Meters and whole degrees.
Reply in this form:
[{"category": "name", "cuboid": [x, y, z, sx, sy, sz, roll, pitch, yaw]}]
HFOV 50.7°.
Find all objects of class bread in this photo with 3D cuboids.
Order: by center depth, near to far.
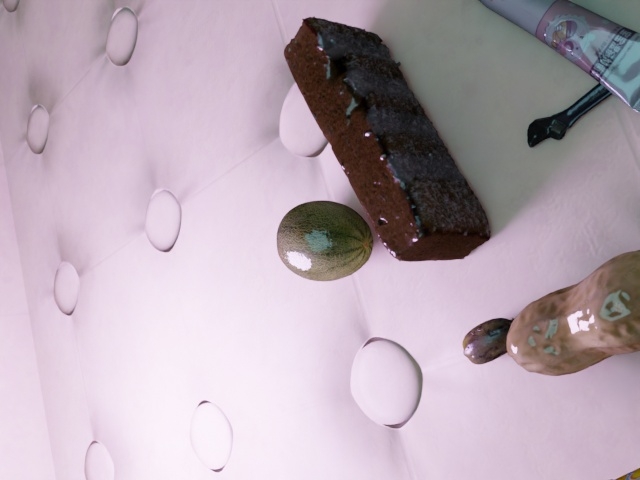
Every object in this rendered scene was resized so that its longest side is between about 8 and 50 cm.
[{"category": "bread", "cuboid": [0.098, -0.158, 1.032, 0.113, 0.165, 0.416, -45, 62, 39]}]

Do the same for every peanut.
[{"category": "peanut", "cuboid": [0.339, 0.096, 0.834, 0.257, 0.124, 0.123, -33, 68, 35]}]

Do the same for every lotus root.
[{"category": "lotus root", "cuboid": [0.247, 0.142, 0.969, 0.099, 0.049, 0.054, -38, 63, 29]}]

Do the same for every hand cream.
[{"category": "hand cream", "cuboid": [0.323, -0.286, 0.902, 0.331, 0.058, 0.085, 45, 112, 29]}]

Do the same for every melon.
[{"category": "melon", "cuboid": [0.000, 0.000, 1.137, 0.192, 0.139, 0.139, 3, 92, 41]}]

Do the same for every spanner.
[{"category": "spanner", "cuboid": [0.359, -0.190, 0.892, 0.208, 0.012, 0.046, -40, 63, 35]}]

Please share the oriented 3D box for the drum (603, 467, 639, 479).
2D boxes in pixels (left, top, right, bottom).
[{"category": "drum", "cuboid": [0.415, 0.373, 0.569, 0.214, 0.431, 0.431, -43, 62, 34]}]
